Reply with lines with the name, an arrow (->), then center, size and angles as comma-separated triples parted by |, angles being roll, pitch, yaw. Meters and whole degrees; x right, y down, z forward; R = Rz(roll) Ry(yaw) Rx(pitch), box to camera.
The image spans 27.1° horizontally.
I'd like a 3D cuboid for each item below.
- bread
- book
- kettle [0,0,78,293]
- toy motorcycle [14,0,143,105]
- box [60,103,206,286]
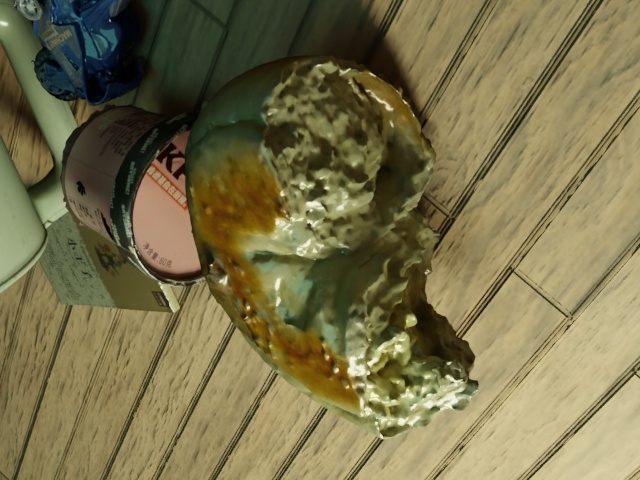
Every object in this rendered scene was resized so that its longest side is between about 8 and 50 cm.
bread -> -0.001, 0.003, 1.065 | 0.192, 0.171, 0.314 | -6, 115, 50
book -> -0.244, 0.013, 1.423 | 0.199, 0.016, 0.138 | 2, 122, 42
kettle -> -0.389, -0.107, 1.233 | 0.205, 0.265, 0.318 | -12, 115, 24
toy motorcycle -> -0.204, -0.192, 1.177 | 0.114, 0.076, 0.205 | 28, 136, 11
box -> -0.150, -0.049, 1.185 | 0.135, 0.151, 0.151 | 21, 134, 41
